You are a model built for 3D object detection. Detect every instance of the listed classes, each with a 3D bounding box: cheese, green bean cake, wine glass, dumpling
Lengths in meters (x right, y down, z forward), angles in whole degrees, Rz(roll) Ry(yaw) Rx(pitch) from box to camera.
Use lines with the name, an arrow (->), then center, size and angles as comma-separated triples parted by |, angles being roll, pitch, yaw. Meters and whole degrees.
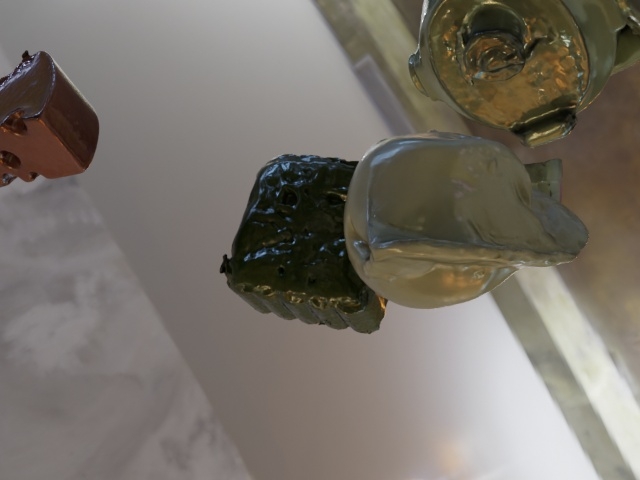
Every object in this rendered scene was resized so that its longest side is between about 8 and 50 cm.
cheese -> -0.408, -0.161, 1.582 | 0.203, 0.177, 0.128 | -45, -52, -16
green bean cake -> 0.000, 0.000, 1.718 | 0.156, 0.247, 0.250 | 54, -130, -64
wine glass -> 0.371, -0.054, 1.819 | 0.073, 0.073, 0.155 | -11, -87, -50
dumpling -> 0.188, -0.030, 1.448 | 0.316, 0.233, 0.395 | 12, -161, -1

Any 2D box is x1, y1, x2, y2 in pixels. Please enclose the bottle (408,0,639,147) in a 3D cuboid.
bottle -> 0.191, -0.225, 0.986 | 0.229, 0.229, 0.351 | 39, -141, -22
